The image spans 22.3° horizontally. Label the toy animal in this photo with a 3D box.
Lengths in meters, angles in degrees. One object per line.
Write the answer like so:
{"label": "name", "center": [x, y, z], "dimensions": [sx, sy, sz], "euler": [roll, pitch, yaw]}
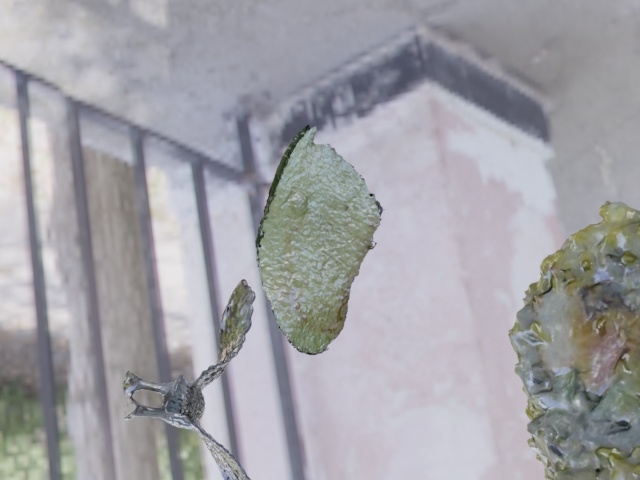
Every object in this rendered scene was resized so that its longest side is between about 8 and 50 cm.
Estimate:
{"label": "toy animal", "center": [-0.156, 0.181, 1.898], "dimensions": [0.160, 0.272, 0.197], "euler": [12, 165, -40]}

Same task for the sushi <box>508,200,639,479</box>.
{"label": "sushi", "center": [0.399, 0.131, 1.698], "dimensions": [0.396, 0.351, 0.240], "euler": [-2, 165, 42]}

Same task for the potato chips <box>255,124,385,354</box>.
{"label": "potato chips", "center": [0.000, 0.000, 1.496], "dimensions": [0.142, 0.209, 0.026], "euler": [-26, -160, -24]}
